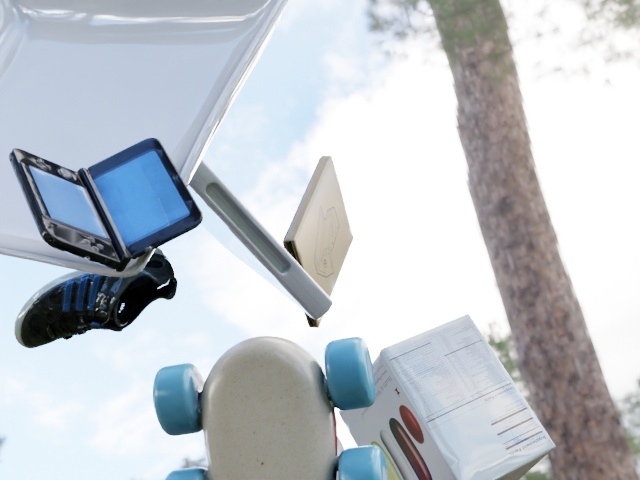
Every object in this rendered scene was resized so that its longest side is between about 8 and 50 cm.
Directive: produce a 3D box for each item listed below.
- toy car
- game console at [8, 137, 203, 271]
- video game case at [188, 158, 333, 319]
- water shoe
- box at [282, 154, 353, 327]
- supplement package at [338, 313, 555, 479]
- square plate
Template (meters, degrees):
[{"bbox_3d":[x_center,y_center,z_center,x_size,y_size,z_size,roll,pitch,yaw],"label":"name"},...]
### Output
[{"bbox_3d":[-0.035,0.218,1.176,0.219,0.210,0.238,-10,-15,8],"label":"toy car"},{"bbox_3d":[-0.168,-0.042,0.851,0.107,0.122,0.071,24,-68,-43],"label":"game console"},{"bbox_3d":[-0.146,-0.055,1.362,0.036,0.329,0.300,-45,-62,-6],"label":"video game case"},{"bbox_3d":[-0.267,0.075,1.299,0.203,0.080,0.073,-31,-45,-7],"label":"water shoe"},{"bbox_3d":[0.000,0.000,1.601,0.021,0.201,0.164,-1,-50,20],"label":"box"},{"bbox_3d":[0.155,0.243,1.417,0.149,0.203,0.194,-19,-25,-28],"label":"supplement package"},{"bbox_3d":[-0.232,-0.111,1.008,0.347,0.344,0.049,6,-35,25],"label":"square plate"}]
